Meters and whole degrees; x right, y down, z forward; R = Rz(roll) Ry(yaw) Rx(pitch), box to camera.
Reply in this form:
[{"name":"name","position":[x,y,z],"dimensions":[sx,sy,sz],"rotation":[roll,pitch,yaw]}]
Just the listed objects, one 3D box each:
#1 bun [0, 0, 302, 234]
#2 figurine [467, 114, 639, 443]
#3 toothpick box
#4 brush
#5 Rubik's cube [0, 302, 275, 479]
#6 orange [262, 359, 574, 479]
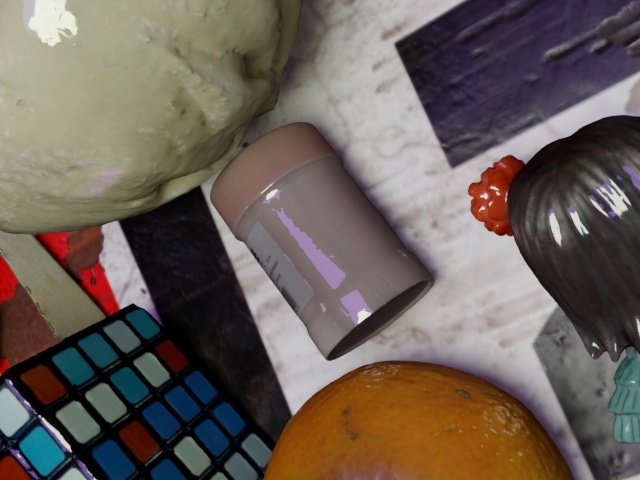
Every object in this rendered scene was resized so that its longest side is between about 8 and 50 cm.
[{"name":"bun","position":[-0.139,-0.170,0.622],"dimensions":[0.365,0.219,0.365],"rotation":[-33,48,47]},{"name":"figurine","position":[0.197,0.042,0.532],"dimensions":[0.138,0.110,0.245],"rotation":[-28,86,27]},{"name":"toothpick box","position":[0.000,0.000,0.629],"dimensions":[0.098,0.098,0.149],"rotation":[-43,73,20]},{"name":"brush","position":[-0.285,0.000,0.799],"dimensions":[0.085,0.020,0.336],"rotation":[-38,73,-14]},{"name":"Rubik's cube","position":[-0.174,0.189,0.655],"dimensions":[0.184,0.182,0.187],"rotation":[46,111,4]},{"name":"orange","position":[0.059,0.190,0.564],"dimensions":[0.224,0.170,0.223],"rotation":[0,89,25]}]
